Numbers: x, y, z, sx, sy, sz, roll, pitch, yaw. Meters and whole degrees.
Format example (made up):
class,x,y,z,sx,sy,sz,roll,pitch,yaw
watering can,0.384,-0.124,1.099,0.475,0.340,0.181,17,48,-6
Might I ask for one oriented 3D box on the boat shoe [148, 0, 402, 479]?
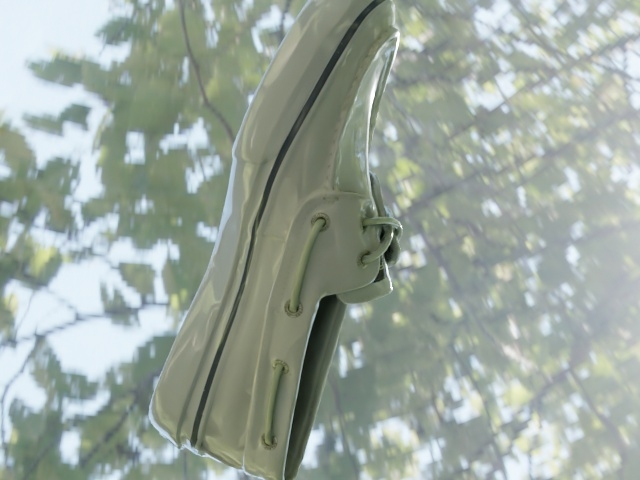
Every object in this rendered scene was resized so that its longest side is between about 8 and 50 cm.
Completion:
class,x,y,z,sx,sy,sz,roll,pitch,yaw
boat shoe,0.000,0.000,0.758,0.076,0.083,0.226,27,-64,14
